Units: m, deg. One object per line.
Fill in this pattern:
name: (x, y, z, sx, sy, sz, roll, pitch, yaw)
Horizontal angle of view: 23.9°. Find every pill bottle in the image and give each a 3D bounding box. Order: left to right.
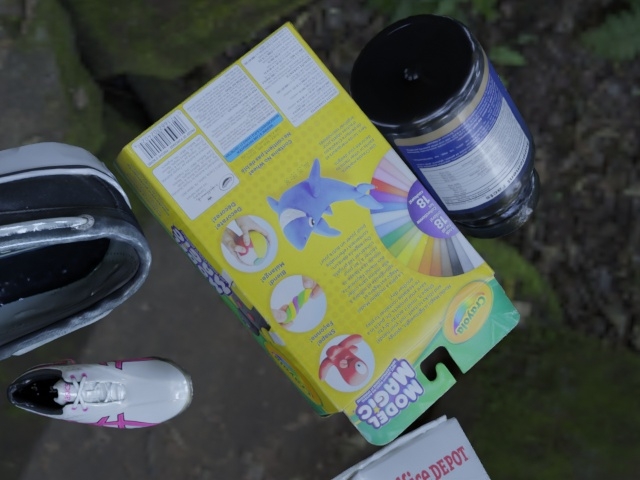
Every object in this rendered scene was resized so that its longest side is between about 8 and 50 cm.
pill bottle: (0.120, -0.093, 1.358, 0.219, 0.123, 0.122, 49, 56, -51)

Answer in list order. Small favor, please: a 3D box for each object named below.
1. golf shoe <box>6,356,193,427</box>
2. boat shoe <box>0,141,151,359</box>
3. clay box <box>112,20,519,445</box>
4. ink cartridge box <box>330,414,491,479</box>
golf shoe: (-0.210, 0.148, 1.440, 0.086, 0.186, 0.067, -8, 93, -64)
boat shoe: (-0.235, 0.045, 0.775, 0.306, 0.105, 0.113, -16, 125, -17)
clay box: (0.000, 0.000, 0.875, 0.127, 0.053, 0.222, -40, 93, -19)
ink cartridge box: (0.047, 0.155, 0.587, 0.150, 0.063, 0.109, 60, 24, 9)
